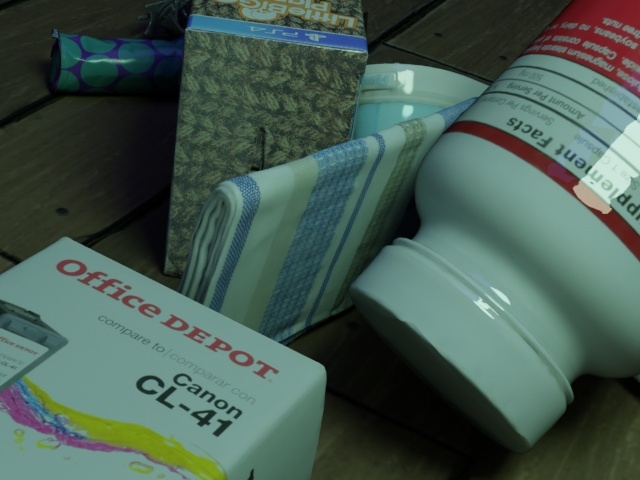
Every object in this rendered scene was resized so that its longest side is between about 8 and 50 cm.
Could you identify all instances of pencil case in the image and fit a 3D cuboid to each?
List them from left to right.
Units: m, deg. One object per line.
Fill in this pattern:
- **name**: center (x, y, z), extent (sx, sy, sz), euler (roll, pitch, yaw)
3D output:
- **pencil case**: center (-0.215, -0.192, 1.202), extent (0.151, 0.064, 0.070), euler (-1, 51, -19)

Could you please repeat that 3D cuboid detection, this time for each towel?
- **towel**: center (0.000, 0.000, 0.846), extent (0.034, 0.209, 0.285), euler (42, 42, 23)

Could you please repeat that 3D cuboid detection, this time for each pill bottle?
- **pill bottle**: center (0.220, -0.050, 0.823), extent (0.408, 0.229, 0.229), euler (-46, 54, -8)

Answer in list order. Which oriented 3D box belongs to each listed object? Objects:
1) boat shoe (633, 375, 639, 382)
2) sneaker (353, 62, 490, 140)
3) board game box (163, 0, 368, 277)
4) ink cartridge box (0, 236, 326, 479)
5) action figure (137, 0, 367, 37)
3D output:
- **boat shoe**: center (0.341, 0.099, 0.896), extent (0.102, 0.108, 0.301), euler (9, 26, -44)
- **sneaker**: center (0.158, -0.069, 1.103), extent (0.366, 0.150, 0.135), euler (8, -2, -40)
- **board game box**: center (-0.051, -0.134, 1.012), extent (0.141, 0.232, 0.291), euler (7, 33, -5)
- **ink cartridge box**: center (-0.170, 0.147, 0.644), extent (0.226, 0.131, 0.306), euler (25, 37, 20)
- **action figure**: center (-0.088, -0.257, 1.314), extent (0.285, 0.099, 0.185), euler (27, 41, 28)
